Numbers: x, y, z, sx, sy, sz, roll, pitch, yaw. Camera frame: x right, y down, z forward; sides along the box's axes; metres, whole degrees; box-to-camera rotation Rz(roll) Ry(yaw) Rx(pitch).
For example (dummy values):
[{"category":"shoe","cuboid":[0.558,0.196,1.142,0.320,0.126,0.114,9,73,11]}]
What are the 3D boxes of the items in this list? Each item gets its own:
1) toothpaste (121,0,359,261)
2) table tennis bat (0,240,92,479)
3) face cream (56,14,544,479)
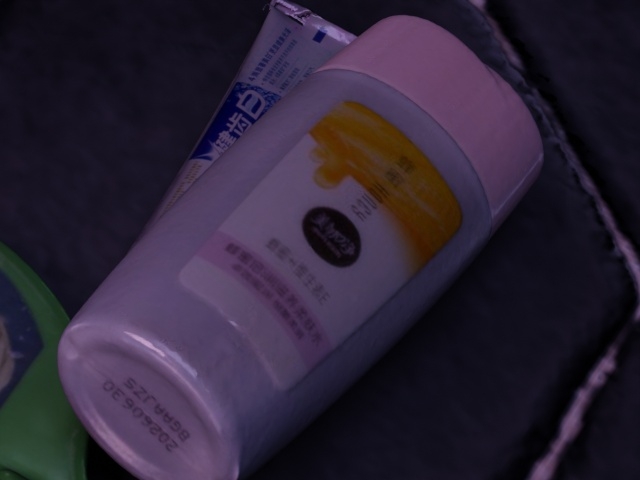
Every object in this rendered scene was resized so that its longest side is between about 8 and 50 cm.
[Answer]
[{"category":"toothpaste","cuboid":[-0.032,-0.022,0.676,0.045,0.028,0.170,26,54,6]},{"category":"table tennis bat","cuboid":[-0.113,0.072,0.590,0.257,0.039,0.160,32,55,8]},{"category":"face cream","cuboid":[0.000,0.000,0.633,0.084,0.057,0.198,44,47,0]}]
